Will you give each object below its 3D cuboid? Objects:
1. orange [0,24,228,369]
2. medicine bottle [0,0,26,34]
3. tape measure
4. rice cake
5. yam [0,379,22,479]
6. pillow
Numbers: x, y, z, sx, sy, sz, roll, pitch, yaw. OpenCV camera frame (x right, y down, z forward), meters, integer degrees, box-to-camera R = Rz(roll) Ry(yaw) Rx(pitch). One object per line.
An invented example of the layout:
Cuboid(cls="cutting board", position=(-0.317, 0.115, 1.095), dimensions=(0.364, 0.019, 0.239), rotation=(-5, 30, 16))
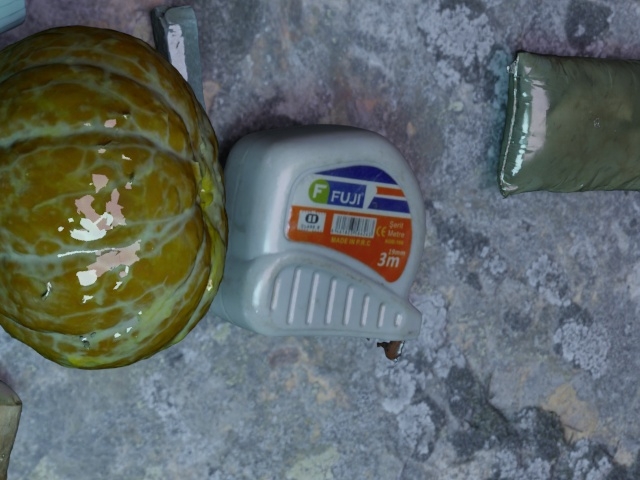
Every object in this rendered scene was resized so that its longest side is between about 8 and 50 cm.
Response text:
Cuboid(cls="orange", position=(-0.220, -0.041, 1.276), dimensions=(0.249, 0.329, 0.329), rotation=(-13, 111, 9))
Cuboid(cls="medicine bottle", position=(-0.434, -0.194, 1.205), dimensions=(0.318, 0.158, 0.158), rotation=(-30, 114, -21))
Cuboid(cls="tape measure", position=(0.000, 0.000, 1.515), dimensions=(0.258, 0.130, 0.265), rotation=(6, 96, -38))
Cuboid(cls="rice cake", position=(-0.148, -0.132, 1.451), dimensions=(0.045, 0.042, 0.245), rotation=(-14, 107, -31))
Cuboid(cls="yam", position=(-0.364, 0.316, 1.408), dimensions=(0.081, 0.081, 0.356), rotation=(4, 101, -30))
Cuboid(cls="pillow", position=(0.345, -0.145, 1.713), dimensions=(0.302, 0.075, 0.185), rotation=(-2, 102, -32))
